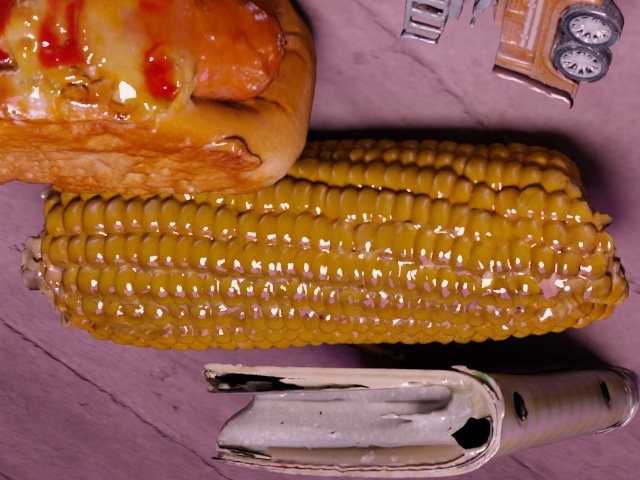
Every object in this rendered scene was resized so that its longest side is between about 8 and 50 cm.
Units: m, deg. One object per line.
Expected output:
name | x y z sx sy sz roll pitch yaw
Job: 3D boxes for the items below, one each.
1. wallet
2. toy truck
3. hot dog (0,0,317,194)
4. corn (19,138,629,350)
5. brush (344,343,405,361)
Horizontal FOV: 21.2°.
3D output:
wallet | 0.075 0.117 1.193 0.223 0.077 0.309 -5 175 24
toy truck | 0.109 -0.160 0.862 0.115 0.080 0.178 18 150 7
hot dog | -0.130 -0.109 0.947 0.256 0.150 0.153 2 151 0
corn | 0.000 0.000 1.091 0.387 0.144 0.144 -3 145 14
brush | -0.003 0.059 1.193 0.082 0.010 0.218 16 179 -26
